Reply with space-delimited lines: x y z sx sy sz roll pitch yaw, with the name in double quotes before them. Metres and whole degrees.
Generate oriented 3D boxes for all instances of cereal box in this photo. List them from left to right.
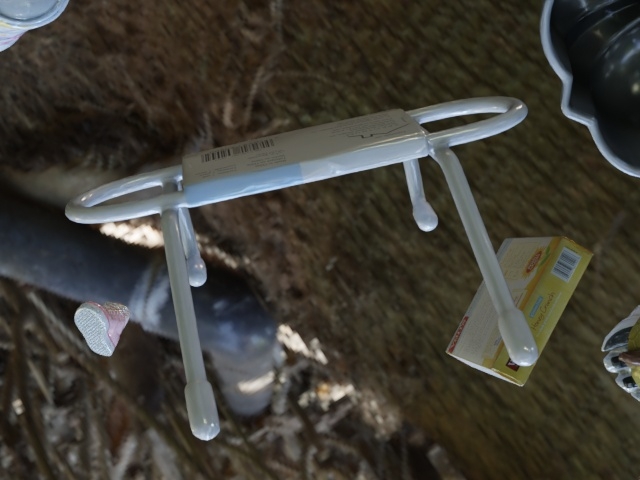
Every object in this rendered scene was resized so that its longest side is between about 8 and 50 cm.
"cereal box" 0.232 0.079 1.409 0.173 0.047 0.240 -62 -175 -3

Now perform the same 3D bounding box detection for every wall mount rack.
"wall mount rack" 0.000 0.000 0.836 0.350 0.130 0.304 -14 -163 -3

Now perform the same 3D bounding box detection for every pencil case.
"pencil case" -0.371 -0.282 1.348 0.124 0.113 0.273 -44 -161 -16

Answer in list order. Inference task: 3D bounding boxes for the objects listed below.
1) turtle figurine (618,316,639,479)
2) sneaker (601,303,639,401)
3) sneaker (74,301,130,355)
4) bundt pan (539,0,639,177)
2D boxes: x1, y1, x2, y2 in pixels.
"turtle figurine" 0.337 0.125 1.137 0.087 0.217 0.269 2 171 2
"sneaker" 0.441 0.205 1.416 0.110 0.292 0.118 -16 -165 31
"sneaker" -0.310 0.106 1.674 0.134 0.051 0.070 88 23 -58
"bundt pan" 0.319 -0.203 0.889 0.331 0.331 0.124 -41 -159 18
